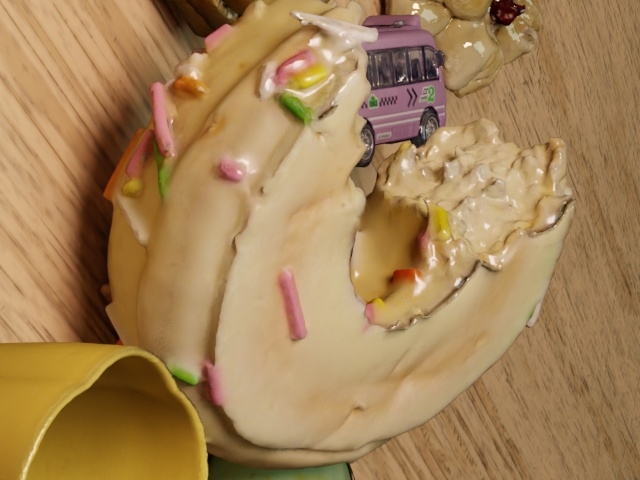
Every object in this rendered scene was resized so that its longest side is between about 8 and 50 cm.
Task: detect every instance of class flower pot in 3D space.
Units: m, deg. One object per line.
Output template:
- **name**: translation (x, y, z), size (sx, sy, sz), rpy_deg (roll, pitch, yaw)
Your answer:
- **flower pot**: translation (-0.181, 0.141, 1.022), size (0.195, 0.179, 0.195), rpy_deg (-27, 121, -59)

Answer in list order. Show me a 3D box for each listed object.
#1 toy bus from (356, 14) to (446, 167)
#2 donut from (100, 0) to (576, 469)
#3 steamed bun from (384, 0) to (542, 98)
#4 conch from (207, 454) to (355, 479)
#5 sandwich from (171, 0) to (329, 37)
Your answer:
- **toy bus**: translation (0.018, -0.116, 1.473), size (0.199, 0.096, 0.108), rpy_deg (-16, 106, -59)
- **donut**: translation (0.001, 0.008, 1.298), size (0.371, 0.150, 0.307), rpy_deg (25, 98, -51)
- **steamed bun**: translation (0.129, -0.220, 1.660), size (0.192, 0.106, 0.177), rpy_deg (-51, 138, -45)
- **conch**: translation (-0.033, 0.198, 1.439), size (0.143, 0.137, 0.250), rpy_deg (44, 32, -27)
- **sandwich**: translation (-0.021, -0.303, 1.298), size (0.301, 0.099, 0.271), rpy_deg (-54, 136, -34)
